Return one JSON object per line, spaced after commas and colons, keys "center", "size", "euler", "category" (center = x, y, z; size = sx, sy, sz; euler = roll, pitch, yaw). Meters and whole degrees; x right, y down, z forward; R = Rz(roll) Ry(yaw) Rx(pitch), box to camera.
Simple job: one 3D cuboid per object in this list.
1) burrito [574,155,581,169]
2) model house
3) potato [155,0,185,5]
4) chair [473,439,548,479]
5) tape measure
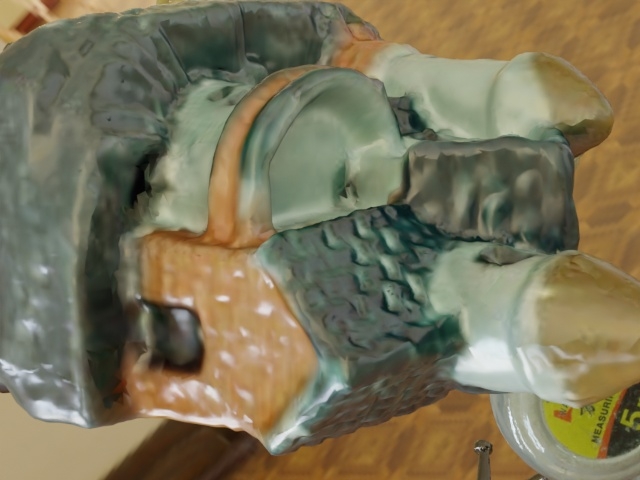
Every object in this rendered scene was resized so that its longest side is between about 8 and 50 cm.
{"center": [0.208, -0.064, 1.493], "size": [0.309, 0.066, 0.096], "euler": [-35, 52, -26], "category": "burrito"}
{"center": [0.030, -0.008, 0.569], "size": [0.291, 0.253, 0.184], "euler": [11, 105, 40], "category": "model house"}
{"center": [-0.079, -0.166, 1.071], "size": [0.070, 0.138, 0.092], "euler": [-8, 70, 52], "category": "potato"}
{"center": [0.356, 0.455, 1.594], "size": [0.410, 0.364, 0.362], "euler": [-64, 9, -31], "category": "chair"}
{"center": [0.181, 0.185, 0.972], "size": [0.084, 0.164, 0.330], "euler": [-80, 7, -81], "category": "tape measure"}
